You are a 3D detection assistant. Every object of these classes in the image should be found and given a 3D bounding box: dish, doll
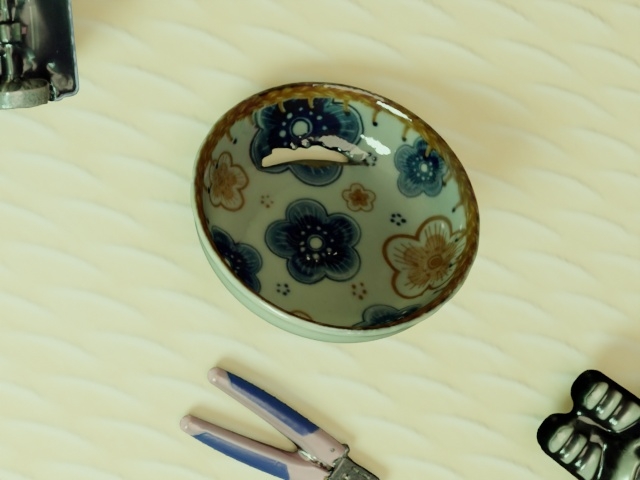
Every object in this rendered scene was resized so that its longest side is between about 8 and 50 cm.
[{"bbox_3d":[0.000,0.000,0.772,0.141,0.078,0.141,7,59,-11],"label":"dish"},{"bbox_3d":[0.212,0.149,0.848,0.219,0.067,0.091,36,91,-11],"label":"doll"}]

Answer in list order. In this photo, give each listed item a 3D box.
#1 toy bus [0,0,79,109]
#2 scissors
[{"bbox_3d":[-0.196,-0.089,0.700,0.167,0.076,0.073,-6,104,-16],"label":"toy bus"},{"bbox_3d":[-0.016,0.105,0.807,0.113,0.012,0.039,29,90,-17],"label":"scissors"}]
